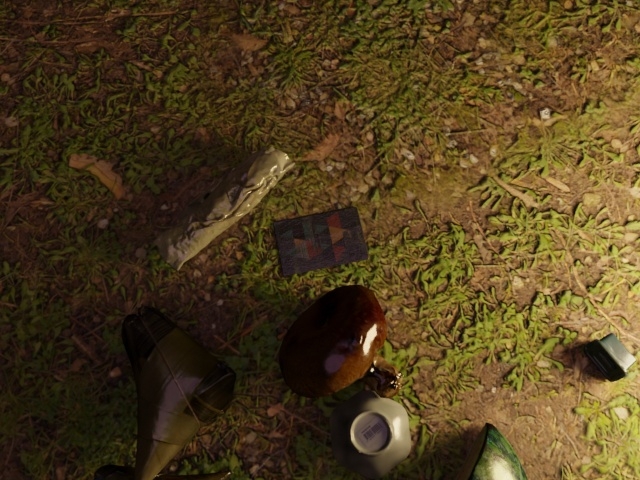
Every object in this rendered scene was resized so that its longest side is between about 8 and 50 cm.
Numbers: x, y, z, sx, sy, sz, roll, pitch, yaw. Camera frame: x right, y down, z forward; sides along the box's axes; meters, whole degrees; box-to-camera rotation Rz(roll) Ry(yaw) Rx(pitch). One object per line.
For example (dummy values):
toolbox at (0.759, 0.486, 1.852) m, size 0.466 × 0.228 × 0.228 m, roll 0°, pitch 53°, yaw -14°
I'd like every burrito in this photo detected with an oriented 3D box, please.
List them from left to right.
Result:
burrito at (-0.235, -0.090, 1.708) m, size 0.392 × 0.076 × 0.117 m, roll -43°, pitch 75°, yaw -11°

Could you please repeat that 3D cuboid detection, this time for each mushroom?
mushroom at (0.029, 0.243, 1.539) m, size 0.267 × 0.267 × 0.255 m, roll -12°, pitch 102°, yaw -2°

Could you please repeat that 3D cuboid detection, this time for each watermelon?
watermelon at (0.334, 0.530, 1.464) m, size 0.180 × 0.224 × 0.305 m, roll 9°, pitch 62°, yaw 52°

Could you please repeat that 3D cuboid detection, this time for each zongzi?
zongzi at (-0.377, 0.330, 1.514) m, size 0.289 × 0.154 × 0.317 m, roll 36°, pitch 62°, yaw 15°
zongzi at (-0.343, 0.512, 1.503) m, size 0.221 × 0.112 × 0.242 m, roll 40°, pitch 69°, yaw 14°

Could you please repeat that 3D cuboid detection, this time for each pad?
pad at (0.000, 0.000, 1.711) m, size 0.211 × 0.003 × 0.143 m, roll -12°, pitch 72°, yaw -3°

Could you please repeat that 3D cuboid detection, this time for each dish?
dish at (0.108, 0.418, 1.539) m, size 0.190 × 0.066 × 0.191 m, roll 0°, pitch 72°, yaw 1°

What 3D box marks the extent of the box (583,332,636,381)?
box at (0.647, 0.256, 1.576) m, size 0.054 × 0.074 × 0.099 m, roll -32°, pitch 74°, yaw -19°
